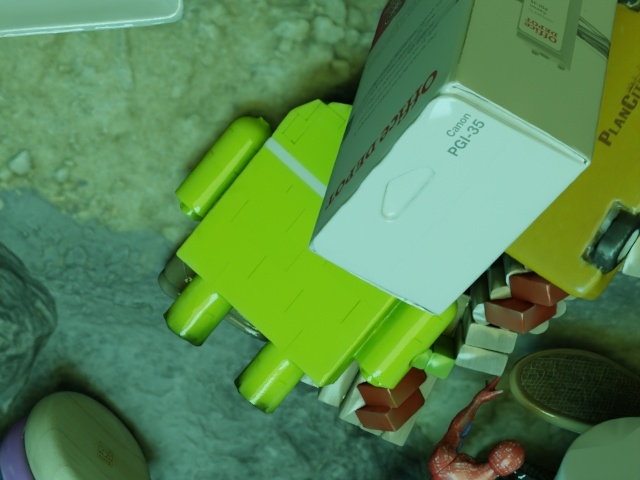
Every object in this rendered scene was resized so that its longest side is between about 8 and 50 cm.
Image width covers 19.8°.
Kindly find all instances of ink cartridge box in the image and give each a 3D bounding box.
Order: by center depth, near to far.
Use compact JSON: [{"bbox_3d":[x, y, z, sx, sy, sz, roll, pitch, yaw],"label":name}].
[{"bbox_3d":[0.111,-0.116,1.334,0.117,0.283,0.207,28,136,-12],"label":"ink cartridge box"}]

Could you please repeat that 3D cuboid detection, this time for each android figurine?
[{"bbox_3d":[0.000,0.000,1.488,0.248,0.056,0.273,40,98,13],"label":"android figurine"}]

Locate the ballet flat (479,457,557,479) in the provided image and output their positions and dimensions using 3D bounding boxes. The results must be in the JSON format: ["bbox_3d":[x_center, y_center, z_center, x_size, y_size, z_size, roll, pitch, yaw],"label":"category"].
[{"bbox_3d":[0.246,0.257,1.645,0.250,0.058,0.084,27,129,-3],"label":"ballet flat"}]

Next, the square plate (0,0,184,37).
[{"bbox_3d":[-0.295,-0.324,1.418,0.344,0.049,0.347,-5,112,5],"label":"square plate"}]

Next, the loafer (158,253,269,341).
[{"bbox_3d":[-0.064,0.044,1.560,0.148,0.056,0.050,19,117,-5],"label":"loafer"}]

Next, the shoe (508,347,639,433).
[{"bbox_3d":[0.260,0.147,1.577,0.219,0.076,0.058,12,148,-13],"label":"shoe"}]

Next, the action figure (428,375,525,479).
[{"bbox_3d":[0.102,0.218,1.592,0.091,0.139,0.280,49,137,0],"label":"action figure"}]

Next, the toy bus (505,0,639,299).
[{"bbox_3d":[0.257,-0.118,1.399,0.108,0.130,0.332,34,99,19],"label":"toy bus"}]

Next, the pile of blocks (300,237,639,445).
[{"bbox_3d":[0.130,0.040,1.521,0.362,0.112,0.149,-39,106,16],"label":"pile of blocks"}]

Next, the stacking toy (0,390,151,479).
[{"bbox_3d":[-0.309,0.273,1.634,0.330,0.141,0.141,-36,107,22],"label":"stacking toy"}]

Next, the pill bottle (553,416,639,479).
[{"bbox_3d":[0.230,0.348,1.531,0.229,0.229,0.407,11,130,-3],"label":"pill bottle"}]
